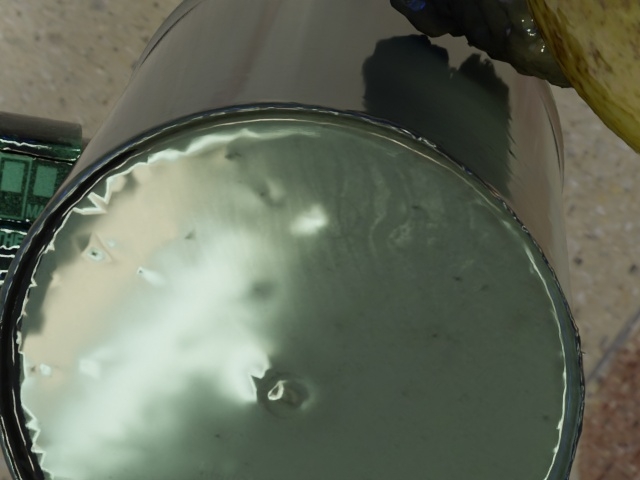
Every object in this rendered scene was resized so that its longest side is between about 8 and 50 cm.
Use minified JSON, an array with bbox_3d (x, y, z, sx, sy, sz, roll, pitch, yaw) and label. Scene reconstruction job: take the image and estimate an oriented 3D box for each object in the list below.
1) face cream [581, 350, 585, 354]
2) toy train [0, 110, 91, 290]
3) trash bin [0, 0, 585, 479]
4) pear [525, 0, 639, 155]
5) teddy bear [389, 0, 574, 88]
[{"bbox_3d":[0.206,0.113,1.438,0.115,0.038,0.020,-21,128,-49],"label":"face cream"},{"bbox_3d":[-0.201,-0.018,1.502,0.330,0.138,0.178,8,102,-12],"label":"toy train"},{"bbox_3d":[0.000,0.000,0.814,0.280,0.432,0.280,1,108,4],"label":"trash bin"},{"bbox_3d":[0.135,-0.073,0.341,0.178,0.178,0.178,-9,113,-23],"label":"pear"},{"bbox_3d":[0.166,-0.133,0.735,0.256,0.267,0.156,15,61,-36],"label":"teddy bear"}]
